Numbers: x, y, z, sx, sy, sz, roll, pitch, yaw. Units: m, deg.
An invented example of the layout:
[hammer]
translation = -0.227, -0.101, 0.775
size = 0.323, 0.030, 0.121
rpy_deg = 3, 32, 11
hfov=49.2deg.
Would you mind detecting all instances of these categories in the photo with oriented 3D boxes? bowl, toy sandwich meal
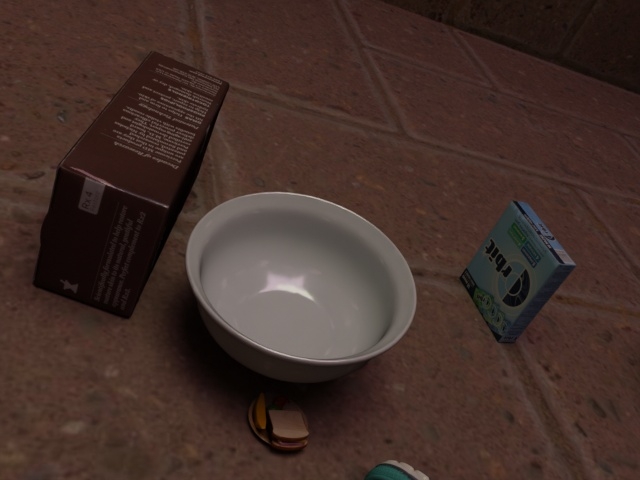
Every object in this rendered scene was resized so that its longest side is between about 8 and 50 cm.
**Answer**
[bowl]
translation = -0.036, 0.080, 0.918
size = 0.298, 0.134, 0.297
rpy_deg = 11, 41, -10
[toy sandwich meal]
translation = -0.048, 0.214, 0.842
size = 0.086, 0.029, 0.085
rpy_deg = 19, 35, -13

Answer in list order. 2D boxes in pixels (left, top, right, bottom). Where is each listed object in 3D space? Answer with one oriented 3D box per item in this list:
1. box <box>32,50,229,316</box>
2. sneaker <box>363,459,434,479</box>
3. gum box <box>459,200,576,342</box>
[box]
translation = -0.248, -0.098, 0.977
size = 0.143, 0.191, 0.381
rpy_deg = 22, 34, -8
[sneaker]
translation = 0.105, 0.349, 0.710
size = 0.110, 0.107, 0.275
rpy_deg = -4, 44, -25
[gum box]
translation = 0.325, 0.053, 1.178
size = 0.041, 0.184, 0.157
rpy_deg = 7, 39, -28
